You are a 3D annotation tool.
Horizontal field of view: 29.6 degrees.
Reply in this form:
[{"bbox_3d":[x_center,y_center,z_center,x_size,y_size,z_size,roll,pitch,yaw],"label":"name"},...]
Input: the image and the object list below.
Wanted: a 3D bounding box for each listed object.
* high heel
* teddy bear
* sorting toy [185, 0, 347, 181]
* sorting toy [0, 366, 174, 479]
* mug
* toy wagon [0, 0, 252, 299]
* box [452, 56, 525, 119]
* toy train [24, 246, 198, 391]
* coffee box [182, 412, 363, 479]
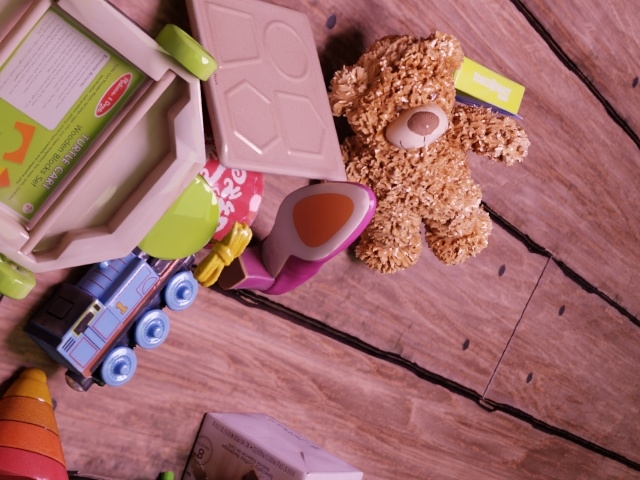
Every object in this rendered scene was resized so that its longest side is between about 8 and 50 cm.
[{"bbox_3d":[0.000,0.000,1.302,0.117,0.082,0.244,-3,155,-44],"label":"high heel"},{"bbox_3d":[0.112,-0.076,1.401,0.338,0.245,0.113,102,-6,-46],"label":"teddy bear"},{"bbox_3d":[-0.058,-0.153,1.211,0.208,0.038,0.193,7,67,-54],"label":"sorting toy"},{"bbox_3d":[-0.237,0.236,1.253,0.365,0.127,0.126,49,41,-54],"label":"sorting toy"},{"bbox_3d":[-0.156,-0.081,1.169,0.113,0.150,0.169,-37,146,24],"label":"mug"},{"bbox_3d":[-0.205,-0.076,1.009,0.344,0.068,0.267,37,98,-33],"label":"toy wagon"},{"bbox_3d":[0.169,-0.196,1.473,0.178,0.109,0.042,13,97,-53],"label":"box"},{"bbox_3d":[-0.199,0.061,1.195,0.184,0.080,0.105,-52,135,-18],"label":"toy train"},{"bbox_3d":[-0.092,0.372,1.423,0.119,0.168,0.297,12,99,-53],"label":"coffee box"}]
